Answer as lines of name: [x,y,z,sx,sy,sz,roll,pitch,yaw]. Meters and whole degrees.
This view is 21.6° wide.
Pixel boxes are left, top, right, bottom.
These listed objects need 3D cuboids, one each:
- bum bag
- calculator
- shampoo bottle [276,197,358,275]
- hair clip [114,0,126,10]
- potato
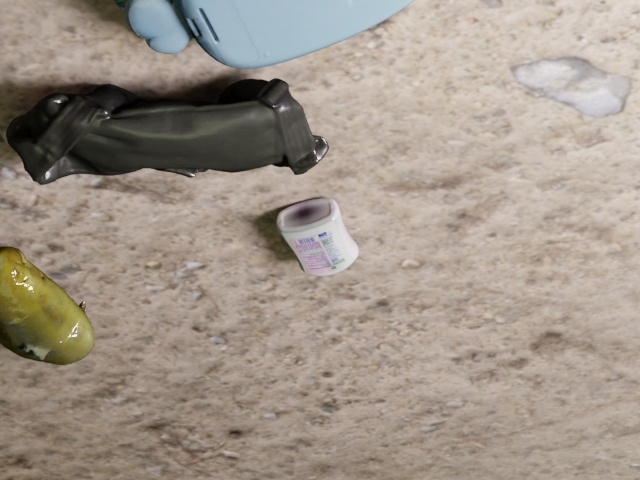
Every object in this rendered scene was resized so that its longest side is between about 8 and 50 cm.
bum bag: [-0.151,-0.112,1.692,0.326,0.079,0.142,-1,148,-9]
calculator: [-0.032,-0.240,1.549,0.303,0.042,0.188,-21,144,7]
shampoo bottle: [0.000,0.000,1.863,0.072,0.043,0.099,-14,140,13]
hair clip: [-0.171,-0.247,1.555,0.060,0.033,0.188,-18,139,12]
potato: [-0.331,0.079,1.900,0.105,0.085,0.188,-17,135,12]
